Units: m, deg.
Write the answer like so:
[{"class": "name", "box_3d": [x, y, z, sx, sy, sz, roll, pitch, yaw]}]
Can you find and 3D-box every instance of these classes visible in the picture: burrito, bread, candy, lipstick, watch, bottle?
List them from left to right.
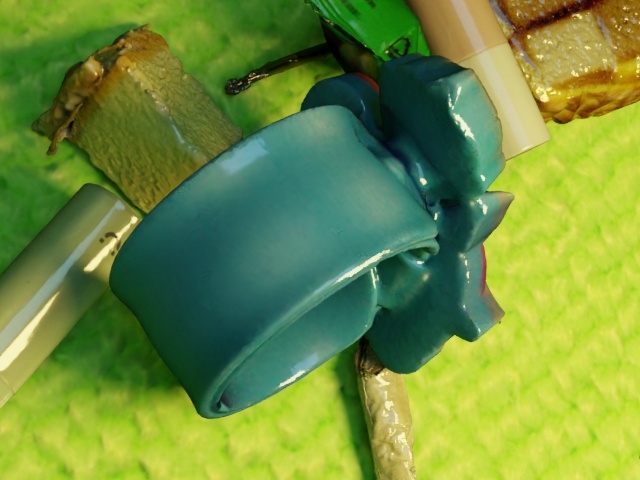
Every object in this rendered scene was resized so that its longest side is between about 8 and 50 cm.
[{"class": "bottle", "box_3d": [-0.223, 0.049, 1.021, 0.072, 0.072, 0.201, 42, 65, -9]}, {"class": "bread", "box_3d": [-0.135, -0.111, 1.085, 0.147, 0.127, 0.152, 45, 48, -8]}, {"class": "watch", "box_3d": [0.000, 0.000, 0.986, 0.274, 0.305, 0.241, -26, 70, -34]}, {"class": "candy", "box_3d": [0.050, -0.179, 1.139, 0.078, 0.203, 0.141, -25, 94, 10]}, {"class": "burrito", "box_3d": [0.057, 0.147, 1.131, 0.041, 0.055, 0.149, -11, 82, 10]}, {"class": "lipstick", "box_3d": [0.123, -0.191, 1.171, 0.070, 0.070, 0.254, -24, 88, -26]}, {"class": "bread", "box_3d": [0.236, -0.205, 1.266, 0.222, 0.096, 0.181, -21, 84, -25]}]

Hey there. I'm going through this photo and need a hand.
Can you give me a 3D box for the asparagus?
[{"class": "asparagus", "box_3d": [-0.033, -0.158, 1.182, 0.127, 0.015, 0.018, -25, 87, -26]}]
